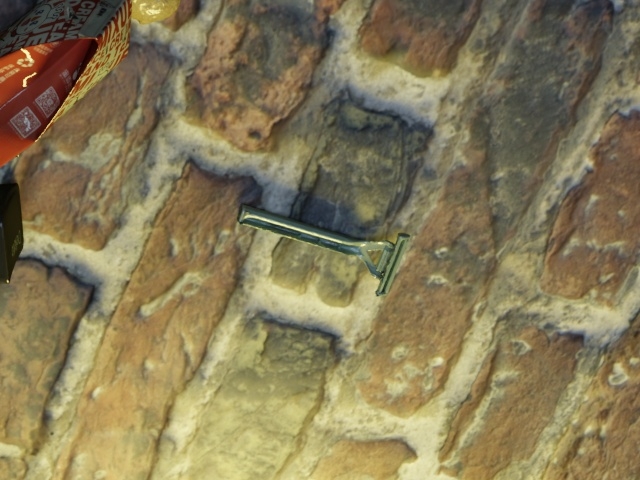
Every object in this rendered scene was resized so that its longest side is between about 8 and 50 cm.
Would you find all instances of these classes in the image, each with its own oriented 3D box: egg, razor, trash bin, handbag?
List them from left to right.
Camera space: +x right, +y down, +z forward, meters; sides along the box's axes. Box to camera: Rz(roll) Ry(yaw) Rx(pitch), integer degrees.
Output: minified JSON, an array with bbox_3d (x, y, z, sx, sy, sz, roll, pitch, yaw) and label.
[{"bbox_3d":[-0.579,-0.008,1.905,0.225,0.165,0.115,-3,112,-4],"label":"trash bin"},{"bbox_3d":[-0.390,-0.244,1.783,0.298,0.171,0.151,-25,115,30],"label":"handbag"},{"bbox_3d":[-0.260,-0.384,1.828,0.118,0.116,0.140,-51,133,-32],"label":"egg"},{"bbox_3d":[-0.001,-0.004,2.047,0.277,0.056,0.111,19,107,-7],"label":"razor"}]
